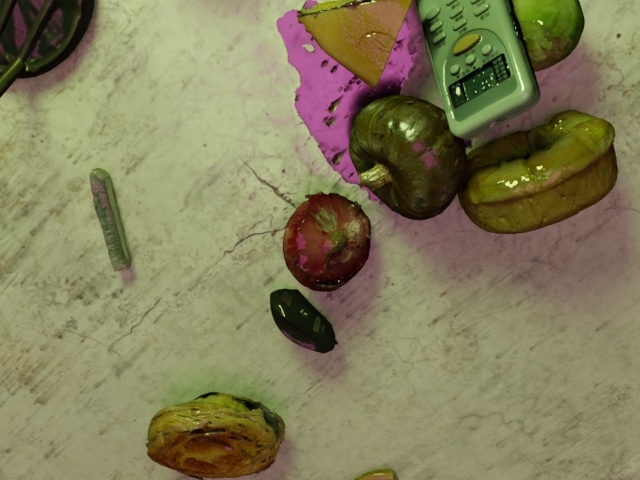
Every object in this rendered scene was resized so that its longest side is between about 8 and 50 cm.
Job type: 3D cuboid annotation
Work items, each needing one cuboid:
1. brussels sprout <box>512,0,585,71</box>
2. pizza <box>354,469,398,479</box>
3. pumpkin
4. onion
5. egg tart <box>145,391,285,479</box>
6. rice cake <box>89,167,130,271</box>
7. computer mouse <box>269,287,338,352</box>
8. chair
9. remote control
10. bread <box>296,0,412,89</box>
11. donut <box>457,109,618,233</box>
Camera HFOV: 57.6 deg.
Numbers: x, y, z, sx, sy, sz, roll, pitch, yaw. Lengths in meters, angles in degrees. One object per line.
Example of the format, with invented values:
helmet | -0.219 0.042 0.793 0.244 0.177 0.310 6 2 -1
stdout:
brussels sprout | 0.319 -0.324 0.917 0.131 0.146 0.183 26 153 -37
pizza | 0.152 0.656 1.389 0.181 0.034 0.262 -34 109 13
pumpkin | 0.131 -0.135 0.956 0.162 0.219 0.219 -35 111 -18
onion | 0.000 0.000 1.068 0.183 0.147 0.184 -6 99 -39
egg tart | -0.221 0.409 1.251 0.296 0.132 0.297 -2 128 -2
rice cake | -0.397 -0.038 1.100 0.036 0.047 0.207 -11 115 -11
computer mouse | -0.040 0.164 1.151 0.172 0.099 0.057 41 117 -12
chair | -0.524 -0.343 0.774 0.361 0.410 0.365 33 110 -11
remote control | 0.224 -0.307 0.866 0.140 0.056 0.297 -25 69 39
bread | 0.068 -0.357 0.910 0.169 0.140 0.160 35 115 -12
donut | 0.358 -0.108 0.970 0.261 0.208 0.128 -22 112 15
